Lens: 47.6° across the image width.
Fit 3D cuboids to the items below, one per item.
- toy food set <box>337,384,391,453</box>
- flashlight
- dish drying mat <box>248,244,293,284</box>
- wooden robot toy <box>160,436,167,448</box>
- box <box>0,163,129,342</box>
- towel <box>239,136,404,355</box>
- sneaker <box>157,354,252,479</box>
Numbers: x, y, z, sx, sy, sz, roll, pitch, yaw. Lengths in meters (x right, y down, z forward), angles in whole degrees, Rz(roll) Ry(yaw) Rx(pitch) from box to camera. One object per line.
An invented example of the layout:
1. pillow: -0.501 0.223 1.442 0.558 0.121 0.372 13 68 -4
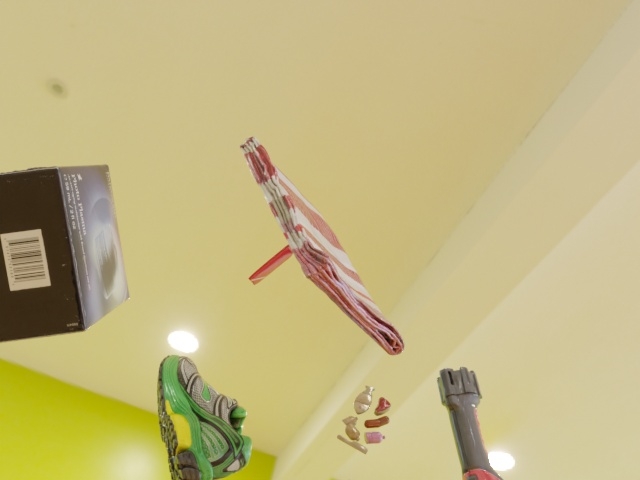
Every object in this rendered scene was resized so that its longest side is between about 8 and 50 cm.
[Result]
1. toy food set: 0.080 0.305 1.219 0.078 0.122 0.019 25 -45 20
2. flashlight: 0.305 0.404 1.416 0.103 0.304 0.103 -4 -34 -6
3. dish drying mat: -0.078 0.040 1.158 0.083 0.008 0.032 -39 -29 -5
4. wooden robot toy: -0.334 0.449 1.634 0.076 0.173 0.079 -36 -18 15
5. box: -0.505 0.008 1.386 0.182 0.294 0.296 -7 -83 1
6. towel: 0.000 0.000 1.057 0.037 0.329 0.237 -37 -47 7
7. sneaker: -0.216 0.321 1.316 0.146 0.343 0.134 -4 -65 -20
